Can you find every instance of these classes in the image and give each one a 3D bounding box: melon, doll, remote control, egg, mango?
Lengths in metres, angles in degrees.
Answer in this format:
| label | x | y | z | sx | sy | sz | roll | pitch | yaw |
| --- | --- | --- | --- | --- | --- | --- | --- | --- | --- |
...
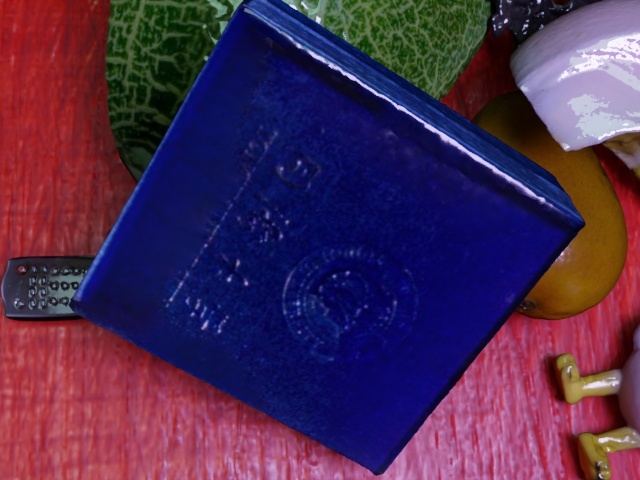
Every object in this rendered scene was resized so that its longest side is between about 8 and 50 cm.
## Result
| label | x | y | z | sx | sy | sz | roll | pitch | yaw |
| --- | --- | --- | --- | --- | --- | --- | --- | --- | --- |
| melon | -0.032 | -0.186 | 0.758 | 0.331 | 0.226 | 0.343 | 33 | 61 | -23 |
| doll | 0.398 | 0.121 | 0.764 | 0.365 | 0.094 | 0.160 | -10 | 73 | -9 |
| remote control | -0.168 | 0.041 | 0.754 | 0.212 | 0.028 | 0.059 | 0 | 78 | -6 |
| egg | 0.301 | -0.131 | 0.733 | 0.271 | 0.162 | 0.206 | 33 | 30 | -28 |
| mango | 0.186 | -0.036 | 0.770 | 0.152 | 0.120 | 0.221 | -8 | 68 | -21 |

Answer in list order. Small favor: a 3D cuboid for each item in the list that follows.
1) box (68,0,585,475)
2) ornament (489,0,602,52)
| label | x | y | z | sx | sy | sz | roll | pitch | yaw |
| --- | --- | --- | --- | --- | --- | --- | --- | --- | --- |
| box | 0.000 | 0.000 | 0.650 | 0.279 | 0.116 | 0.261 | 31 | 112 | -9 |
| ornament | 0.266 | -0.274 | 0.829 | 0.251 | 0.106 | 0.260 | 18 | 85 | -42 |
